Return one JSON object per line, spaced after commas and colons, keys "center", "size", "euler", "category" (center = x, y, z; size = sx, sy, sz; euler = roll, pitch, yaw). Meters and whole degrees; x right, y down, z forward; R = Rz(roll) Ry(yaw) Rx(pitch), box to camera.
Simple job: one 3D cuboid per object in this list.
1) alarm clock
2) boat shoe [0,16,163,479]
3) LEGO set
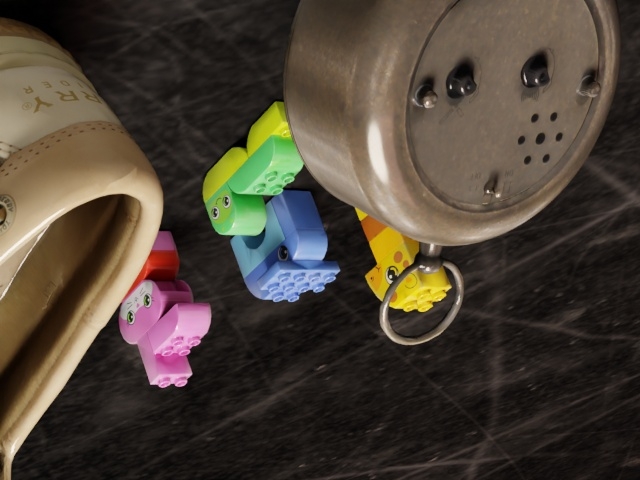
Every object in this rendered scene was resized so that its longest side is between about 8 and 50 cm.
{"center": [0.052, -0.045, 0.622], "size": [0.129, 0.064, 0.192], "euler": [-9, 119, -34], "category": "alarm clock"}
{"center": [-0.178, 0.082, 0.609], "size": [0.121, 0.110, 0.341], "euler": [11, 118, -49], "category": "boat shoe"}
{"center": [0.000, 0.000, 0.736], "size": [0.087, 0.093, 0.227], "euler": [1, 147, -41], "category": "LEGO set"}
